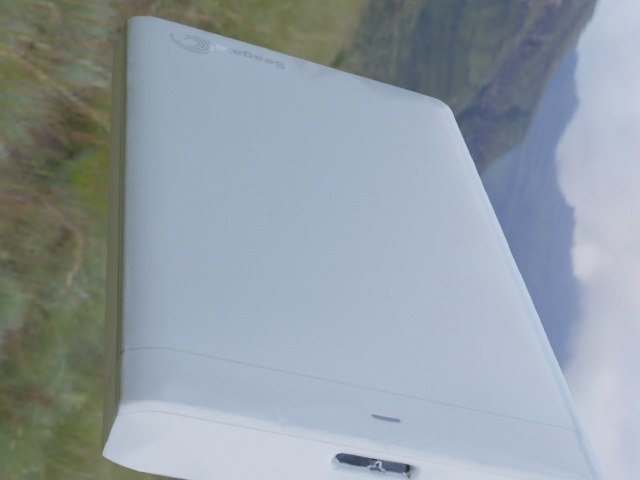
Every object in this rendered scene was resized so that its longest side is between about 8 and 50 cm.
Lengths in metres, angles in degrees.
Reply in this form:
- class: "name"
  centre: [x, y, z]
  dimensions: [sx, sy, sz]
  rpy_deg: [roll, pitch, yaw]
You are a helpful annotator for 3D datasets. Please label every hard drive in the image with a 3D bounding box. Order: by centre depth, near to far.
- class: "hard drive"
  centre: [0.000, 0.000, 0.580]
  dimensions: [0.308, 0.203, 0.040]
  rpy_deg: [-102, -149, -53]
